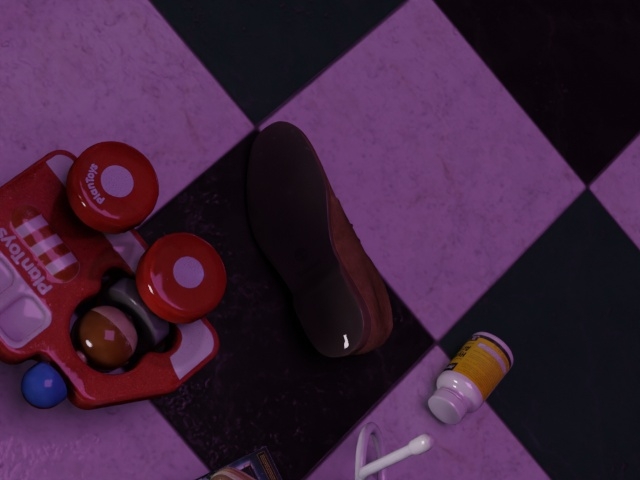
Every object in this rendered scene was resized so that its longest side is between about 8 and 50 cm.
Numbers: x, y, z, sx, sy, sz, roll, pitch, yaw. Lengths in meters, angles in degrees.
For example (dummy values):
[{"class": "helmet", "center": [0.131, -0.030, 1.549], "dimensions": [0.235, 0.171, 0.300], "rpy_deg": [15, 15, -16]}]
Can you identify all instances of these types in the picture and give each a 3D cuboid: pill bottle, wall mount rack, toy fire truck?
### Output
[{"class": "pill bottle", "center": [0.185, 0.173, 2.202], "dimensions": [0.065, 0.065, 0.116], "rpy_deg": [46, 57, -6]}, {"class": "wall mount rack", "center": [0.089, 0.358, 1.963], "dimensions": [0.130, 0.304, 0.350], "rpy_deg": [-3, 68, 15]}, {"class": "toy fire truck", "center": [-0.266, 0.055, 1.941], "dimensions": [0.254, 0.169, 0.302], "rpy_deg": [-39, 93, -32]}]

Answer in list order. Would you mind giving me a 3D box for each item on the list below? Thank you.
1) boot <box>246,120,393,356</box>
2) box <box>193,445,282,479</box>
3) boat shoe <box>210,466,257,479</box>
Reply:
[{"class": "boot", "center": [0.000, 0.000, 2.166], "dimensions": [0.115, 0.112, 0.305], "rpy_deg": [3, 63, -59]}, {"class": "box", "center": [-0.082, 0.371, 2.000], "dimensions": [0.159, 0.044, 0.233], "rpy_deg": [-23, 84, -33]}, {"class": "boat shoe", "center": [-0.047, 0.312, 1.982], "dimensions": [0.190, 0.068, 0.072], "rpy_deg": [48, 44, -17]}]
